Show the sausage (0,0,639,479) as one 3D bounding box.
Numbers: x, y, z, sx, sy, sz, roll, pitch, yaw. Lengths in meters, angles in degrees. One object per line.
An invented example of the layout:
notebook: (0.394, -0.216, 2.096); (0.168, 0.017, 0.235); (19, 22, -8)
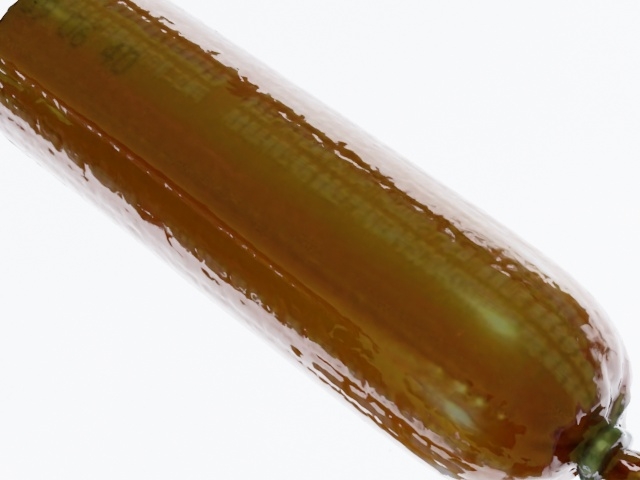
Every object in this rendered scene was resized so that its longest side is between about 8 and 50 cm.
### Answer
sausage: (0.000, 0.000, 0.544); (0.312, 0.093, 0.093); (36, -95, 27)
